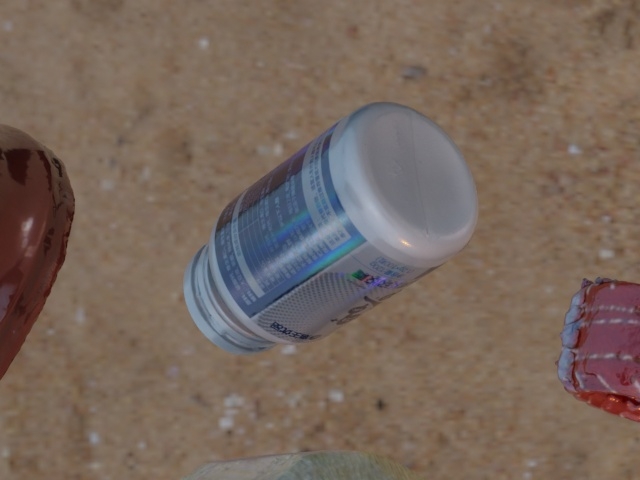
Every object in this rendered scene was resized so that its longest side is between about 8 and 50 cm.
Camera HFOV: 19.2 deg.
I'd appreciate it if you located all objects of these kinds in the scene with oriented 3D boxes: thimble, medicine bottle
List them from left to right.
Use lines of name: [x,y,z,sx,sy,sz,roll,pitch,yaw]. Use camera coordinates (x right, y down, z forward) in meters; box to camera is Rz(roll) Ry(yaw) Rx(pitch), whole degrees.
medicine bottle: [0.000,0.000,1.180,0.191,0.107,0.107,-35,66,42]
thimble: [0.351,0.121,1.974,0.163,0.189,0.125,-8,65,57]

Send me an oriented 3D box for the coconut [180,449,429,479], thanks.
coconut: [-0.019,0.281,1.200,0.309,0.297,0.298,-14,78,60]

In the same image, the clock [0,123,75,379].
clock: [-0.250,0.062,0.930,0.318,0.080,0.318,-28,34,20]
